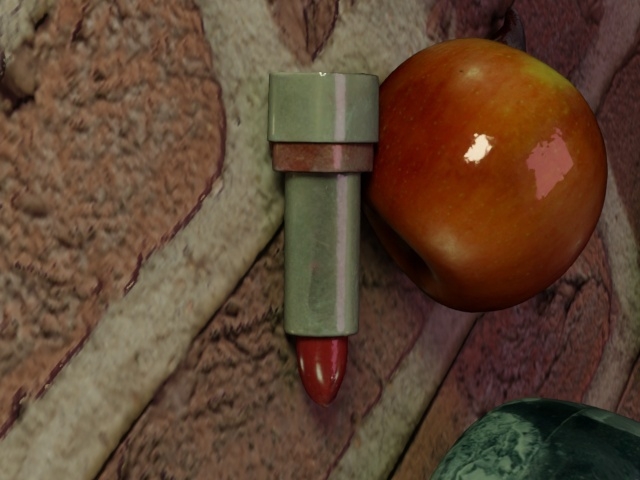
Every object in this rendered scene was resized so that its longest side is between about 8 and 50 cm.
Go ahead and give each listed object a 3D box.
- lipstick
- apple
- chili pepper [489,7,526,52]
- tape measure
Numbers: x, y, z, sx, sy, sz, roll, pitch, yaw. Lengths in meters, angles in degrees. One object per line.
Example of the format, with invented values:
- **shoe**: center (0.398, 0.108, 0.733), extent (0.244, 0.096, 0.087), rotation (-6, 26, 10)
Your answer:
- **lipstick**: center (-0.001, 0.000, 1.029), extent (0.063, 0.057, 0.186), rotation (-4, 96, -60)
- **apple**: center (0.090, -0.037, 1.091), extent (0.139, 0.163, 0.163), rotation (-50, 136, -13)
- **chili pepper**: center (0.126, -0.097, 1.270), extent (0.050, 0.041, 0.153), rotation (81, 7, -52)
- **tape measure**: center (0.145, 0.236, 1.126), extent (0.256, 0.147, 0.275), rotation (-37, 134, -49)
